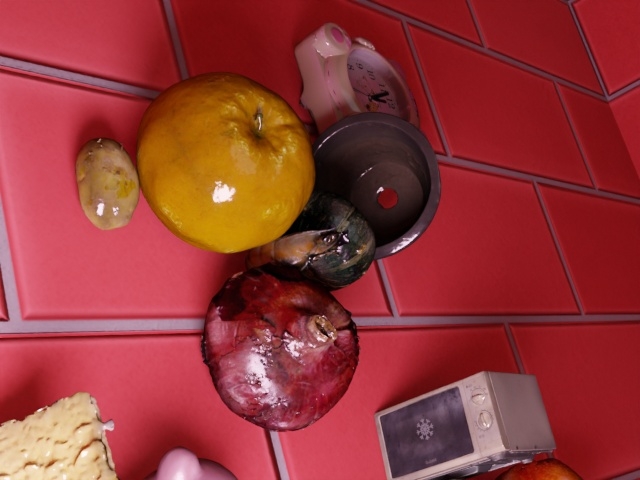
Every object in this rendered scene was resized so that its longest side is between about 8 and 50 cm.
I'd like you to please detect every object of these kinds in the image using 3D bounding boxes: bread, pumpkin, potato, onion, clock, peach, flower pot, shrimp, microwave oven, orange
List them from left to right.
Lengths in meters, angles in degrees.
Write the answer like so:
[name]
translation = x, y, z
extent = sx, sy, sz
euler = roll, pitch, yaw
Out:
[bread]
translation = -0.287, 0.323, 1.006
extent = 0.178, 0.142, 0.266
euler = -17, 66, -15
[potato]
translation = -0.304, -0.085, 1.306
extent = 0.091, 0.070, 0.138
euler = 1, 66, -44
[orange]
translation = -0.146, -0.113, 1.378
extent = 0.279, 0.235, 0.279
euler = 19, 52, -27
[onion]
translation = -0.046, 0.152, 1.333
extent = 0.252, 0.219, 0.252
euler = 17, 59, -32
[pumpkin]
translation = 0.001, 0.000, 1.514
extent = 0.190, 0.190, 0.146
euler = 47, 40, -18
[shrimp]
translation = 0.005, 0.054, 1.422
extent = 0.198, 0.262, 0.051
euler = 40, 53, -23
[clock]
translation = 0.094, -0.286, 1.879
extent = 0.309, 0.114, 0.284
euler = 3, 63, -50
[flower pot]
translation = 0.107, -0.087, 1.686
extent = 0.166, 0.269, 0.269
euler = 23, 47, -69
[microwave oven]
translation = 0.246, 0.326, 1.545
extent = 0.194, 0.240, 0.145
euler = 16, 55, -44
[peach]
translation = 0.400, 0.506, 1.627
extent = 0.231, 0.231, 0.231
euler = 29, 47, -36

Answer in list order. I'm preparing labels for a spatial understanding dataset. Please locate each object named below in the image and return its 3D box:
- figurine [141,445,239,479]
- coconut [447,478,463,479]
[figurine]
translation = -0.162, 0.347, 1.108
extent = 0.173, 0.173, 0.173
euler = 29, 47, -36
[coconut]
translation = 0.241, 0.493, 1.469
extent = 0.202, 0.202, 0.222
euler = -8, 76, -52
